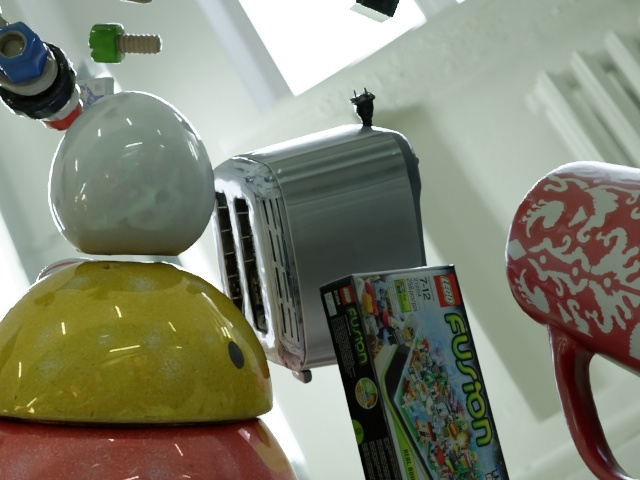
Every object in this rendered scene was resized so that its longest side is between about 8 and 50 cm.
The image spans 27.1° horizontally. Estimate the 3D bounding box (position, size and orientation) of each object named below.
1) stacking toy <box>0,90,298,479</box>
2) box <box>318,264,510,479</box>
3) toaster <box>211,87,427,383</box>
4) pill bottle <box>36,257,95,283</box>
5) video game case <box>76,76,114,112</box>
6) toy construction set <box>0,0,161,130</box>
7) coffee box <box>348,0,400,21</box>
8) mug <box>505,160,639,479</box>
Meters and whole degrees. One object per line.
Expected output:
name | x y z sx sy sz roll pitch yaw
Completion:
stacking toy | -0.139 0.135 0.917 0.350 0.480 0.350 1 0 0
box | 0.072 0.123 0.926 0.114 0.207 0.036 -5 -12 -46
toaster | 0.000 0.000 1.079 0.146 0.129 0.227 -15 -74 -26
pill bottle | -0.254 0.099 1.379 0.087 0.160 0.087 -5 -48 -6
video game case | -0.219 -0.092 1.263 0.011 0.122 0.087 -1 2 -34
toy construction set | -0.277 -0.218 1.061 0.237 0.258 0.309 3 4 13
coffee box | 0.066 -0.263 1.246 0.184 0.040 0.113 -100 31 -83
mug | 0.156 0.029 0.620 0.150 0.169 0.113 -36 -65 -15
